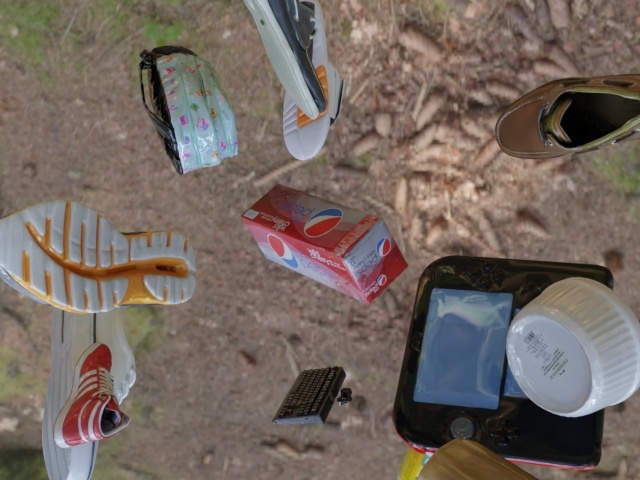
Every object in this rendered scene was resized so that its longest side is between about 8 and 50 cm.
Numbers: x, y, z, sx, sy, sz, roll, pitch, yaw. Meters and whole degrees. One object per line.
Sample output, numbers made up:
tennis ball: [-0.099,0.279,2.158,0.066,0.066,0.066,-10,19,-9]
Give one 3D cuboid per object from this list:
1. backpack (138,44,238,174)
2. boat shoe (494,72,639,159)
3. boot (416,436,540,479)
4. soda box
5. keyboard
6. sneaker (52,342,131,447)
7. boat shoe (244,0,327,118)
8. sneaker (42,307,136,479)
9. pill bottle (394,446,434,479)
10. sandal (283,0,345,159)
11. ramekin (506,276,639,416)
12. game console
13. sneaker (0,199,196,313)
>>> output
backpack: [-0.185,-0.182,1.409,0.115,0.182,0.152,-20,135,-5]
boat shoe: [0.339,-0.170,1.334,0.307,0.104,0.111,-12,92,52]
boot: [0.283,0.319,1.201,0.269,0.236,0.089,26,106,30]
soda box: [0.000,0.000,1.397,0.263,0.083,0.092,22,148,53]
keyboard: [-0.002,0.230,1.489,0.108,0.180,0.023,-3,105,13]
sneaker: [-0.214,0.149,0.977,0.067,0.119,0.042,-12,134,26]
boat shoe: [-0.033,-0.260,1.214,0.079,0.084,0.233,-28,113,-15]
sneaker: [-0.252,0.157,1.115,0.091,0.258,0.094,17,143,-31]
pill bottle: [0.212,0.392,1.773,0.117,0.118,0.209,15,116,-8]
sandal: [-0.001,-0.261,1.602,0.076,0.266,0.102,6,173,-45]
ramekin: [0.381,0.170,1.512,0.109,0.207,0.207,-21,145,-35]
game console: [0.314,0.194,1.690,0.341,0.387,0.060,1,145,21]
sneaker: [-0.191,0.022,0.799,0.083,0.084,0.215,-4,168,29]
